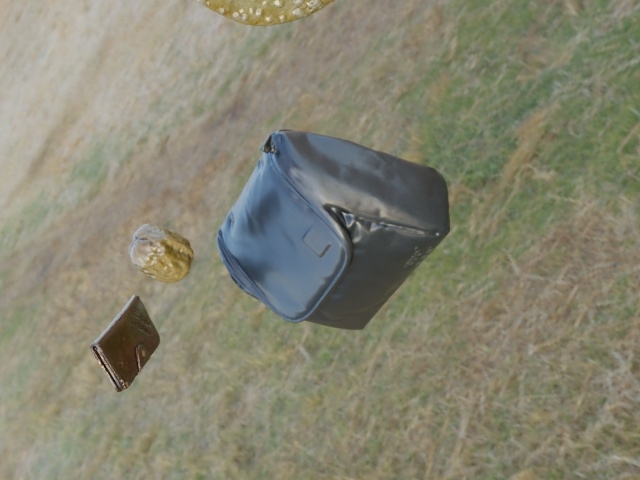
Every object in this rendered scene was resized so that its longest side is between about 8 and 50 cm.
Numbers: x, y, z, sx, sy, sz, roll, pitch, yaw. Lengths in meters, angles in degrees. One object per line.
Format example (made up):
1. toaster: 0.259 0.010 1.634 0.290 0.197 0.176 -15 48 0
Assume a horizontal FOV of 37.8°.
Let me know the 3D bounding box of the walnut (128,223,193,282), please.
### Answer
1. walnut: -0.226 0.019 1.334 0.083 0.096 0.078 -34 43 33

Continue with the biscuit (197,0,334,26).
1. biscuit: -0.047 -0.309 0.886 0.219 0.220 0.033 -57 30 13

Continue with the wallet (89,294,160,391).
1. wallet: -0.302 0.161 1.475 0.026 0.095 0.176 -22 15 16

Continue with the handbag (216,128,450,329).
1. handbag: 0.001 0.003 1.319 0.302 0.275 0.177 128 146 -48
